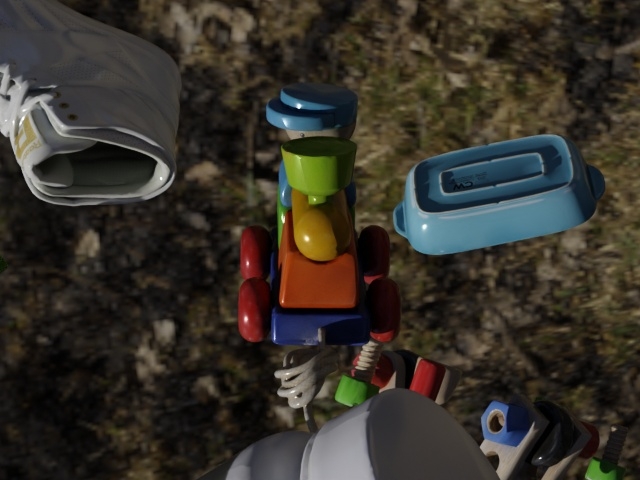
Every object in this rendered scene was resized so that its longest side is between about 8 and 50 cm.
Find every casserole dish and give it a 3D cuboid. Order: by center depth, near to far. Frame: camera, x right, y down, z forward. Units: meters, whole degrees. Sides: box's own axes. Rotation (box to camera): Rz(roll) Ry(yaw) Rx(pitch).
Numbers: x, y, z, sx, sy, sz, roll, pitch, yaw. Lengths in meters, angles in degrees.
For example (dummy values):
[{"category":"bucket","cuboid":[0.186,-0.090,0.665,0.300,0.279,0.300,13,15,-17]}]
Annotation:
[{"category":"casserole dish","cuboid":[0.153,-0.046,1.260,0.188,0.114,0.037,-12,129,8]}]

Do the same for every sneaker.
[{"category":"sneaker","cuboid":[-0.243,-0.124,1.127,0.169,0.293,0.108,-100,33,-51]}]

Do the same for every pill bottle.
[{"category":"pill bottle","cuboid":[-0.036,0.205,0.789,0.283,0.161,0.161,-35,71,25]}]

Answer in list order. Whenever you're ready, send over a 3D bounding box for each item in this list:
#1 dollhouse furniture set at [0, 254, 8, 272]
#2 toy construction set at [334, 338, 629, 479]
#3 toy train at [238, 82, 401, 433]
[{"category":"dollhouse furniture set","cuboid":[-0.311,-0.025,1.107,0.151,0.076,0.058,57,153,-14]},{"category":"toy construction set","cuboid":[0.098,0.231,1.299,0.257,0.309,0.237,18,87,27]},{"category":"toy train","cuboid":[0.000,0.000,0.906,0.105,0.248,0.143,0,113,-2]}]
